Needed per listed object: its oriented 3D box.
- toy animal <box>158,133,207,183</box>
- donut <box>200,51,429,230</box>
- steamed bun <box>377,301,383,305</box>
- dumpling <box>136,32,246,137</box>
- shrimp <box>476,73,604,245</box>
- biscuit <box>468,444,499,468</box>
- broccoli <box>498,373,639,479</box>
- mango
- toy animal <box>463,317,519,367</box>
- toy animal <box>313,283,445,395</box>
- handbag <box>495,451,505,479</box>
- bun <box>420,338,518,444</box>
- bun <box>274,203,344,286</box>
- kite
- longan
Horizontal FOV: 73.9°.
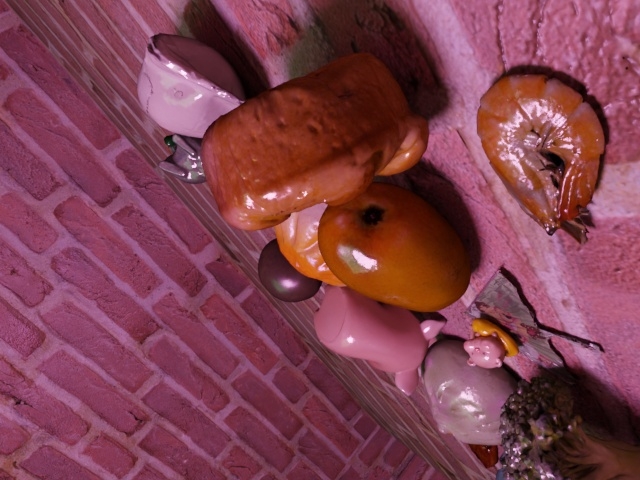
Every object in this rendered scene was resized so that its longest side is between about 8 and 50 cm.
[{"bbox_3d":[-0.294,-0.221,1.039,0.251,0.125,0.127,-83,-31,-65],"label":"toy animal"},{"bbox_3d":[-0.021,-0.119,0.564,0.317,0.299,0.150,-15,107,42],"label":"donut"},{"bbox_3d":[0.116,0.189,1.219,0.175,0.106,0.145,28,154,7],"label":"steamed bun"},{"bbox_3d":[-0.228,-0.279,0.852,0.260,0.181,0.341,26,155,-18],"label":"dumpling"},{"bbox_3d":[0.242,-0.077,0.449,0.217,0.051,0.115,54,158,-19],"label":"shrimp"},{"bbox_3d":[0.450,0.551,1.224,0.192,0.049,0.192,168,90,-89],"label":"biscuit"},{"bbox_3d":[0.425,0.414,0.713,0.272,0.324,0.334,10,151,35],"label":"broccoli"},{"bbox_3d":[0.130,0.027,0.698,0.211,0.173,0.317,5,157,43],"label":"mango"},{"bbox_3d":[0.309,0.202,0.818,0.091,0.082,0.114,47,165,-7],"label":"toy animal"},{"bbox_3d":[0.126,0.223,1.037,0.256,0.195,0.213,18,-174,-13],"label":"toy animal"},{"bbox_3d":[0.616,0.677,1.149,0.268,0.100,0.274,17,146,35],"label":"handbag"},{"bbox_3d":[0.341,0.376,0.999,0.283,0.179,0.283,41,159,19],"label":"bun"},{"bbox_3d":[0.000,0.000,0.955,0.299,0.165,0.299,39,162,15],"label":"bun"},{"bbox_3d":[0.359,0.157,0.756,0.323,0.013,0.267,49,163,-19],"label":"kite"},{"bbox_3d":[-0.094,0.096,1.322,0.220,0.196,0.196,37,160,19],"label":"longan"}]
